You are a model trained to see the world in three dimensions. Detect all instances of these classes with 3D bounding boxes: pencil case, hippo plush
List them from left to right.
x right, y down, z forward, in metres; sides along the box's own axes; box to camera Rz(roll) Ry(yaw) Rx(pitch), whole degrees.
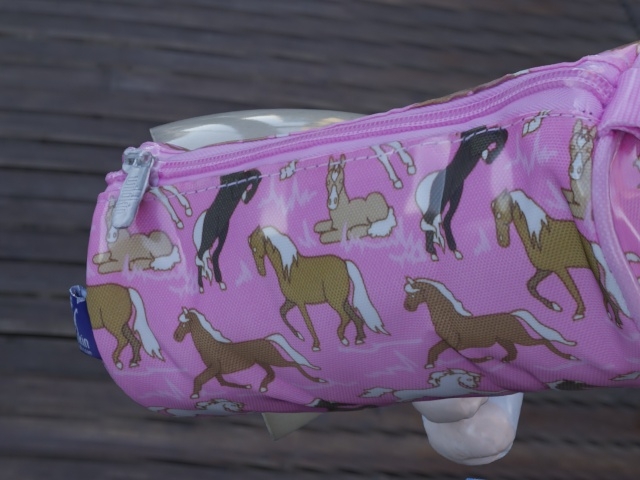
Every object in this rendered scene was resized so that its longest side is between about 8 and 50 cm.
[{"bbox_3d":[0.044,0.004,0.943,0.386,0.160,0.167,-8,-13,43],"label":"pencil case"},{"bbox_3d":[0.184,0.045,1.541,0.237,0.234,0.294,-15,17,8],"label":"hippo plush"}]

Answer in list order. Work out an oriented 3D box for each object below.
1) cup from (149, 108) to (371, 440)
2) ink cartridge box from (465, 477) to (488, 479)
[{"bbox_3d":[0.000,0.000,1.816,0.237,0.331,0.331,-22,39,-3],"label":"cup"},{"bbox_3d":[0.133,0.332,1.823,0.180,0.104,0.060,-42,25,-31],"label":"ink cartridge box"}]
